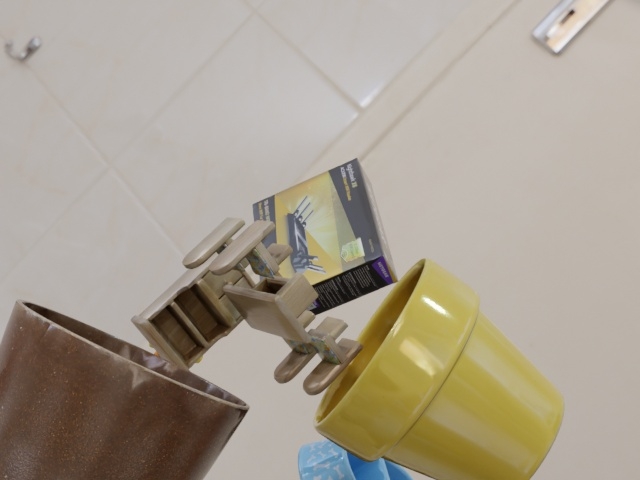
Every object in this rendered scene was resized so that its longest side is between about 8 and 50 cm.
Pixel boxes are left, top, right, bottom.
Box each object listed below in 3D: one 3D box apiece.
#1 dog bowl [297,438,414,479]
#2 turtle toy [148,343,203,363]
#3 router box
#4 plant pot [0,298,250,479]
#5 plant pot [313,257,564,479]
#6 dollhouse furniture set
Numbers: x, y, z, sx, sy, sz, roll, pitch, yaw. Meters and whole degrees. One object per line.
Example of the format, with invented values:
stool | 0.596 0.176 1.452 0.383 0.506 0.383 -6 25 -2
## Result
dog bowl | 0.080 0.393 1.332 0.297 0.074 0.166 44 20 -41
turtle toy | -0.240 0.170 1.513 0.095 0.066 0.130 20 42 -2
router box | 0.000 0.000 1.699 0.309 0.243 0.081 -102 164 -49
plant pot | -0.206 0.198 0.731 0.215 0.230 0.215 25 -8 4
plant pot | 0.156 0.189 1.082 0.239 0.254 0.254 34 6 0
dollhouse furniture set | -0.112 0.102 1.134 0.242 0.161 0.212 6 -44 57
